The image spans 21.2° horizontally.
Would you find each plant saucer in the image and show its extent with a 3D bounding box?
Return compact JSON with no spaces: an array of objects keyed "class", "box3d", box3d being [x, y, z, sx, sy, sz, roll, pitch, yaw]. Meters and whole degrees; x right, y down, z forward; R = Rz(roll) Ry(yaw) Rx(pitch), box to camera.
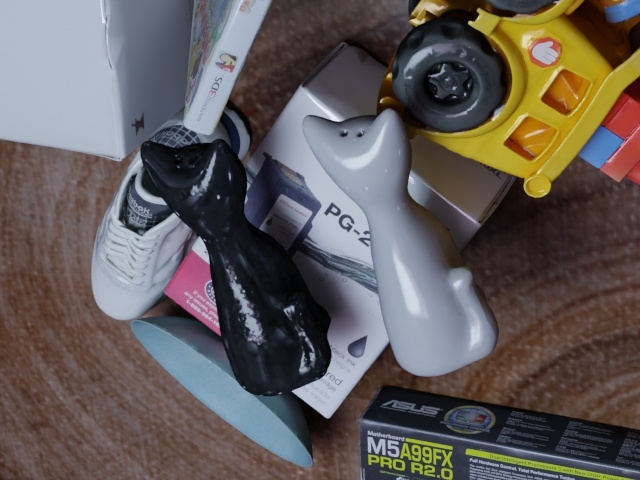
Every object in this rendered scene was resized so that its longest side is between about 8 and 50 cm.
[{"class":"plant saucer","box3d":[-0.073,0.116,1.435,0.195,0.037,0.195,35,164,11]}]

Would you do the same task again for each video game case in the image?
[{"class":"video game case","box3d":[-0.047,-0.216,1.187,0.026,0.227,0.206,17,125,-14]}]

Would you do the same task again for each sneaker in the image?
[{"class":"sneaker","box3d":[-0.145,-0.016,1.409,0.090,0.095,0.235,31,126,5]}]

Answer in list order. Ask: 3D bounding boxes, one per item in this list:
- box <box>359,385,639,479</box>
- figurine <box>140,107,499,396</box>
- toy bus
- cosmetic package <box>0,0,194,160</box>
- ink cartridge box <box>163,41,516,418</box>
[{"class":"box","box3d":[0.168,0.246,1.419,0.270,0.060,0.216,8,118,21]},{"class":"figurine","box3d":[0.000,0.000,1.202,0.215,0.092,0.209,-9,125,27]},{"class":"toy bus","box3d":[0.172,-0.139,1.179,0.211,0.149,0.220,30,122,-7]},{"class":"cosmetic package","box3d":[-0.288,-0.199,1.343,0.365,0.155,0.197,10,120,19]},{"class":"ink cartridge box","box3d":[0.013,-0.006,1.335,0.172,0.100,0.237,37,125,2]}]
